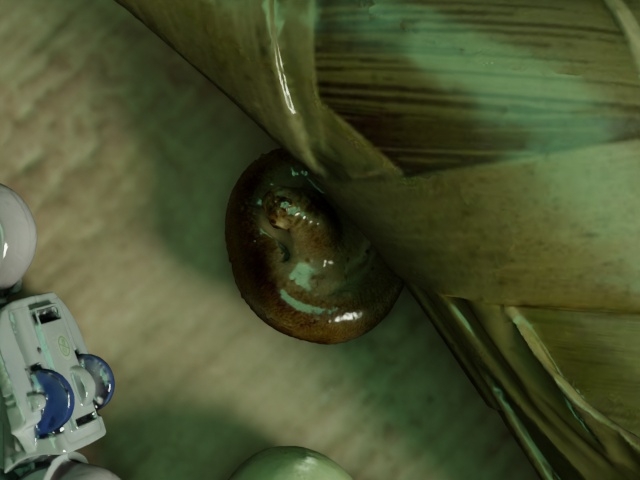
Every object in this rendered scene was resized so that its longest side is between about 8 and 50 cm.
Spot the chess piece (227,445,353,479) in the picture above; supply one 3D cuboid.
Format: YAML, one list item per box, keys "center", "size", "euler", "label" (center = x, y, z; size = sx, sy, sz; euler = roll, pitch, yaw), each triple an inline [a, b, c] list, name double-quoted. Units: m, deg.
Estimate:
- center: [0.043, 0.216, 0.946]
  size: [0.243, 0.133, 0.133]
  euler: [34, 82, 3]
  label: "chess piece"

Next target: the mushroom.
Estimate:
- center: [-0.005, 0.002, 0.976]
  size: [0.109, 0.085, 0.126]
  euler: [11, 69, -38]
  label: "mushroom"

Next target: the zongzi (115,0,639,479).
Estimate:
- center: [0.088, 0.065, 0.903]
  size: [0.467, 0.218, 0.499]
  euler: [-2, 83, -10]
  label: "zongzi"

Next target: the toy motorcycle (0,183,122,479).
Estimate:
- center: [-0.188, 0.089, 0.946]
  size: [0.112, 0.112, 0.254]
  euler: [-20, 89, -8]
  label: "toy motorcycle"
